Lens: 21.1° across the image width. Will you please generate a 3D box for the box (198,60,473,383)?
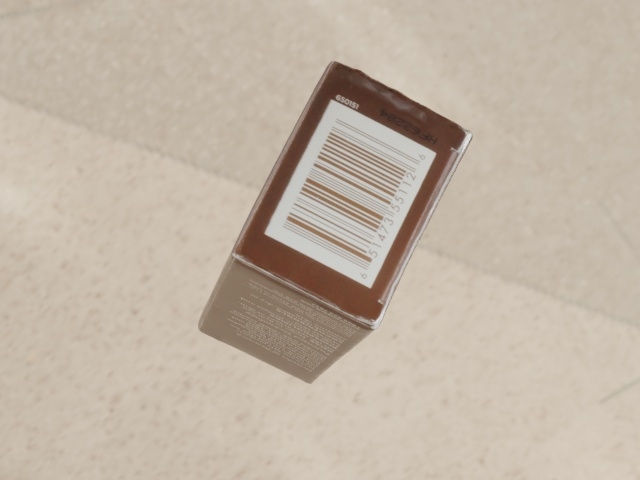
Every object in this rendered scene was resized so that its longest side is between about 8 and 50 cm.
[{"bbox_3d":[0.000,0.000,1.542,0.143,0.381,0.191,28,77,-4],"label":"box"}]
